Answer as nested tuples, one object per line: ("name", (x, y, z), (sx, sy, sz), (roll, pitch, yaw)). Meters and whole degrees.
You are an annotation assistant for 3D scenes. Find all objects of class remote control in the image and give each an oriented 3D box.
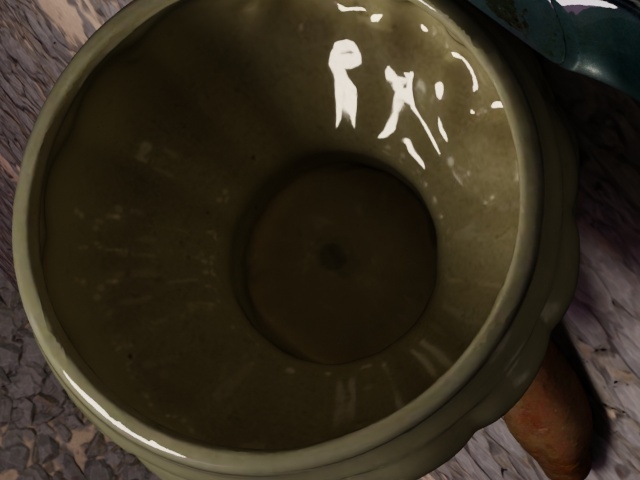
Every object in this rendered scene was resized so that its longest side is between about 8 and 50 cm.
("remote control", (0.121, -0.109, 0.862), (0.222, 0.042, 0.072), (40, 163, 33))

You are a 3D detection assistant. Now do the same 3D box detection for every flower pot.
("flower pot", (0.000, 0.000, 1.030), (0.307, 0.307, 0.244), (46, -179, 17))

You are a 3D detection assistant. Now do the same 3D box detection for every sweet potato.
("sweet potato", (0.149, 0.108, 1.257), (0.078, 0.058, 0.255), (58, 176, 46))
